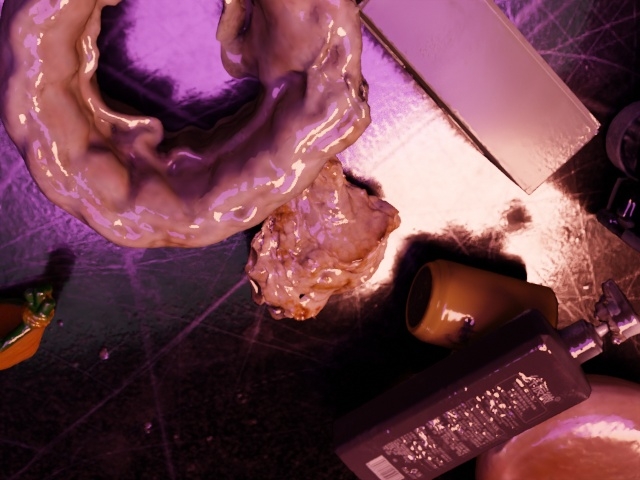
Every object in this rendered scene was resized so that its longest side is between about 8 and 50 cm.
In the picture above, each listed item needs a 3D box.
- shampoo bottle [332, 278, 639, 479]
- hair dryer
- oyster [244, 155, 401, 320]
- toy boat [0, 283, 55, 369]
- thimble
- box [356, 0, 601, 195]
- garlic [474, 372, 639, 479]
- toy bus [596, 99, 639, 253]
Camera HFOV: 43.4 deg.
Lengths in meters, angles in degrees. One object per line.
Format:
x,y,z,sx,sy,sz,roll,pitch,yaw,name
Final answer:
0.164,0.146,0.776,0.309,0.071,0.098,-33,116,18,shampoo bottle
0.133,0.156,0.864,0.135,0.090,0.278,14,114,-12,hair dryer
0.000,0.000,0.771,0.163,0.081,0.191,-27,123,-10,oyster
-0.363,0.079,0.768,0.230,0.089,0.088,-2,124,-2,toy boat
-0.106,-0.150,0.658,0.292,0.195,0.291,-4,115,-8,thimble
0.127,-0.161,0.714,0.086,0.129,0.225,-44,109,10,box
0.302,0.269,0.893,0.325,0.132,0.279,-34,111,9,garlic
0.451,-0.168,0.706,0.249,0.209,0.439,10,109,-12,toy bus
